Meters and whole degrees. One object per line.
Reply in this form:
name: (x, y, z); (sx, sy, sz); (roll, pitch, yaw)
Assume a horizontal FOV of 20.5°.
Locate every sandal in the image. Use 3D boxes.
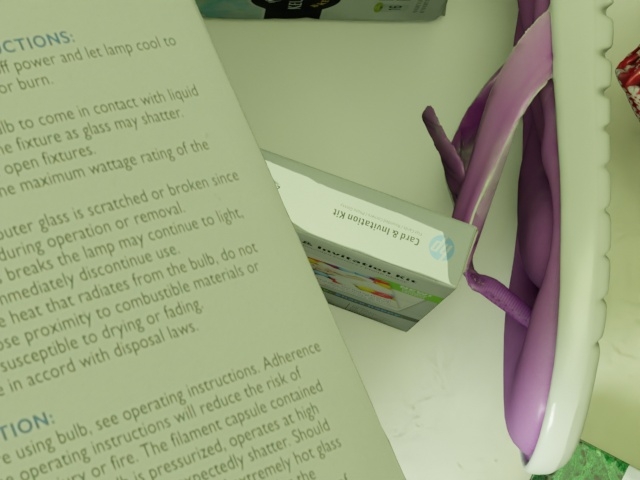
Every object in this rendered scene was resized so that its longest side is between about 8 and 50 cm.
sandal: (0.109, -0.071, 1.022); (0.102, 0.169, 0.416); (4, 72, 1)

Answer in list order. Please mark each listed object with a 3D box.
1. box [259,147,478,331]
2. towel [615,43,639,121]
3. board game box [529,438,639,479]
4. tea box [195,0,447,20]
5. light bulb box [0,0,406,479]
box: (0.000, 0.000, 0.979); (0.145, 0.186, 0.038); (20, 78, -2)
towel: (0.293, -0.131, 1.054); (0.275, 0.199, 0.031); (-49, 43, -12)
board game box: (0.138, 0.253, 1.018); (0.136, 0.030, 0.260); (26, 78, 10)
tea box: (-0.067, -0.268, 0.951); (0.323, 0.329, 0.220); (1, 79, -4)
light bulb box: (-0.188, 0.074, 0.837); (0.225, 0.358, 0.361); (-17, 79, -43)
